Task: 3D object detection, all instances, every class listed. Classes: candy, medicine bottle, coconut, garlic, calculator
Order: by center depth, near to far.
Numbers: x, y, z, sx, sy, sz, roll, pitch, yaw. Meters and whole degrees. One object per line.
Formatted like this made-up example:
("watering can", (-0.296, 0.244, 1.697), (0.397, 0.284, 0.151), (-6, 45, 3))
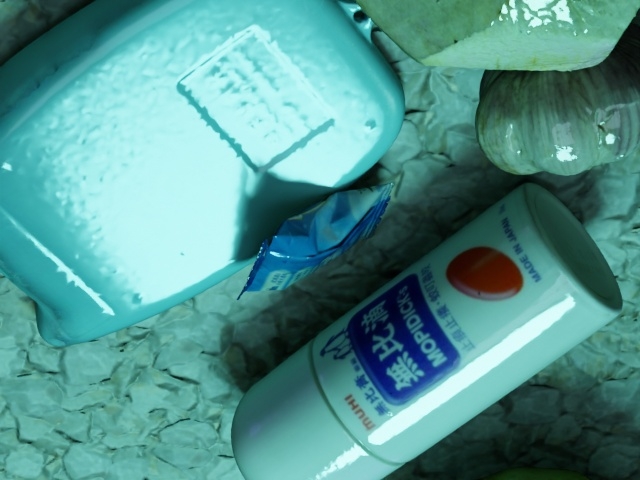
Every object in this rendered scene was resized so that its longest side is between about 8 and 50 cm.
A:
("coconut", (0.127, -0.213, 1.281), (0.237, 0.237, 0.197), (-5, 86, -2))
("garlic", (0.186, -0.109, 1.391), (0.159, 0.147, 0.102), (-22, 116, -25))
("calculator", (-0.118, -0.070, 1.446), (0.386, 0.054, 0.256), (-34, 124, 14))
("candy", (0.000, 0.000, 1.474), (0.136, 0.038, 0.088), (-25, 156, -28))
("medicine bottle", (0.072, 0.100, 1.543), (0.341, 0.130, 0.130), (-37, 122, 21))

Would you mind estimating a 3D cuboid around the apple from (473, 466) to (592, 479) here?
("apple", (0.178, 0.326, 1.644), (0.279, 0.279, 0.279), (-3, 127, -4))
